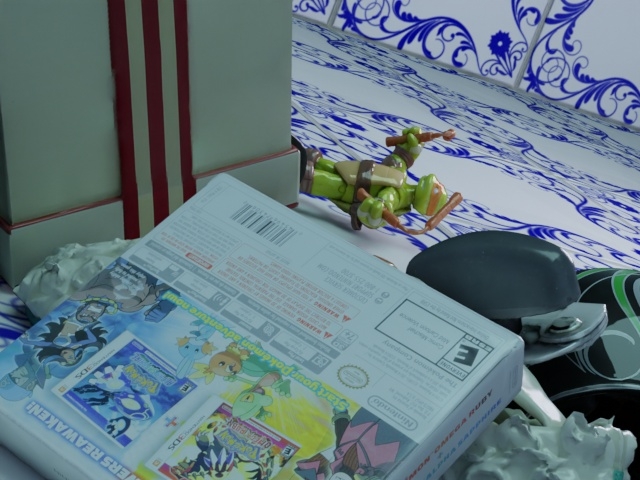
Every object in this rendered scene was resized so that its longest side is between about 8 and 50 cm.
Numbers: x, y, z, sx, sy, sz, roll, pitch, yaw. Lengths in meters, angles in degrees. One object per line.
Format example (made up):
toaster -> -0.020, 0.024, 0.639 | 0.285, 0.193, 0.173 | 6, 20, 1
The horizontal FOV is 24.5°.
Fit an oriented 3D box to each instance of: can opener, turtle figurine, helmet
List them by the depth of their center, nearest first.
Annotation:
can opener -> 0.047, 0.031, 0.903 | 0.283, 0.095, 0.076 | 4, 25, 45
helmet -> 0.182, 0.095, 0.929 | 0.169, 0.169, 0.161 | 20, 30, -4
turtle figurine -> 0.037, -0.062, 1.477 | 0.217, 0.087, 0.269 | 12, 28, 6

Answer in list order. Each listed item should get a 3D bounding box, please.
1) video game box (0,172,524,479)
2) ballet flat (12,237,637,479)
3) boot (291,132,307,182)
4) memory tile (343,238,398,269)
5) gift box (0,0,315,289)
video game box -> -0.036, 0.072, 0.719 | 0.205, 0.048, 0.187 | 30, 53, 31
ballet flat -> 0.003, 0.066, 0.836 | 0.409, 0.147, 0.147 | 28, 15, 29
boot -> -0.143, -0.111, 1.391 | 0.236, 0.085, 0.178 | 9, 17, -21
memory tile -> 0.000, 0.000, 1.305 | 0.148, 0.012, 0.113 | 26, 6, 9
gift box -> -0.144, -0.120, 1.030 | 0.276, 0.258, 0.255 | -13, 32, -27
